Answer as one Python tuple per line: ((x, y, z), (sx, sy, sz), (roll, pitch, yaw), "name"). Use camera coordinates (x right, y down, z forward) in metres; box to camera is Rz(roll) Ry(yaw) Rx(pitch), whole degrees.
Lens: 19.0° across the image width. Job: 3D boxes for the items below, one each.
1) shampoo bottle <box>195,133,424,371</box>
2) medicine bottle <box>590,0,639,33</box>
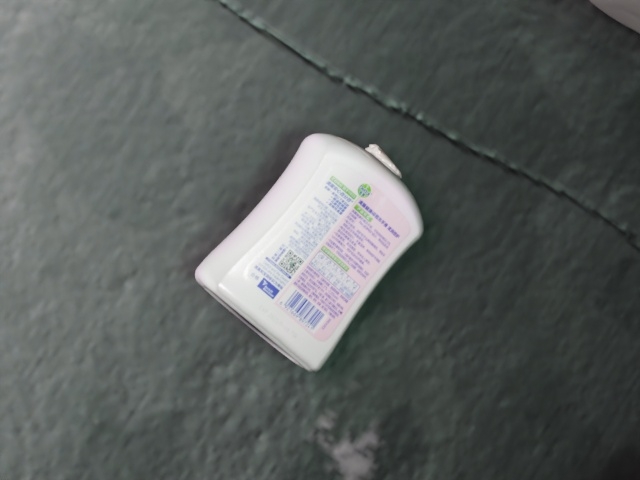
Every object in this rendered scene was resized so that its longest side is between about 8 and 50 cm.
((0.000, 0.000, 0.856), (0.072, 0.043, 0.099), (40, 83, -19), "shampoo bottle")
((0.194, -0.182, 0.863), (0.107, 0.107, 0.191), (27, 88, -20), "medicine bottle")
